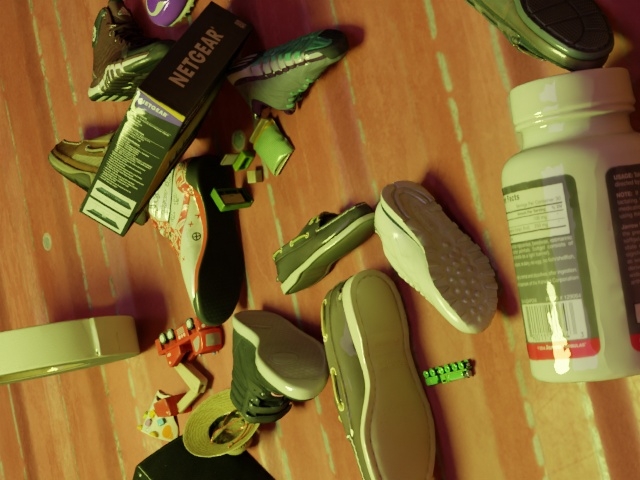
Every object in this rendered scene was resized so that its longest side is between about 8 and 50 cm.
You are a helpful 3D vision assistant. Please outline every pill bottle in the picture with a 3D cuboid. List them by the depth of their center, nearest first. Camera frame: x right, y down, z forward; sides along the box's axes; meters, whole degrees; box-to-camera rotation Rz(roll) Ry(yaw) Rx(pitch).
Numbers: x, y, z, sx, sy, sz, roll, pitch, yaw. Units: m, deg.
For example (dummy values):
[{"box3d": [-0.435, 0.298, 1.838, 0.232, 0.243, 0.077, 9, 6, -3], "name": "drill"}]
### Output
[{"box3d": [0.290, -0.016, 1.315, 0.176, 0.176, 0.319, -11, 87, 49], "name": "pill bottle"}]

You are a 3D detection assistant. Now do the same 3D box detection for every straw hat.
[{"box3d": [-0.142, 0.307, 1.943, 0.144, 0.144, 0.061, 18, 148, 47], "name": "straw hat"}]

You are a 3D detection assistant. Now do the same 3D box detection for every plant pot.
[{"box3d": [-0.205, 0.427, 1.957, 0.188, 0.167, 0.187, 37, 122, 39], "name": "plant pot"}]

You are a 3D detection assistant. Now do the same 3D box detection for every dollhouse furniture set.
[{"box3d": [-0.109, -0.113, 1.858, 0.076, 0.058, 0.152, 57, 133, 27], "name": "dollhouse furniture set"}]

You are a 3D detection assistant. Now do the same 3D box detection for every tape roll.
[{"box3d": [-0.505, 0.199, 2.109, 0.392, 0.392, 0.072, -20, 79, 49], "name": "tape roll"}]

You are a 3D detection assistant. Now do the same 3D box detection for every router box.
[{"box3d": [-0.224, -0.184, 1.814, 0.081, 0.309, 0.243, 30, 127, -4], "name": "router box"}]

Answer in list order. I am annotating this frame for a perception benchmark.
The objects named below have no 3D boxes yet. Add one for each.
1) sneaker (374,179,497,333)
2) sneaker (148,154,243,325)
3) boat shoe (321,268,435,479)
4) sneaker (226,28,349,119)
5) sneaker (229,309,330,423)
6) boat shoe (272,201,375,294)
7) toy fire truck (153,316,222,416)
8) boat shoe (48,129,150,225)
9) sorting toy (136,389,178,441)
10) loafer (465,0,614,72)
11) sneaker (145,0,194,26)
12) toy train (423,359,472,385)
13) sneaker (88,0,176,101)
[{"box3d": [0.145, 0.032, 1.576, 0.235, 0.090, 0.095, 60, 147, 30], "name": "sneaker"}, {"box3d": [-0.203, 0.003, 1.962, 0.145, 0.090, 0.270, -8, 86, 50], "name": "sneaker"}, {"box3d": [0.070, 0.206, 1.653, 0.096, 0.116, 0.324, -27, 71, 52], "name": "boat shoe"}, {"box3d": [-0.031, -0.235, 1.761, 0.223, 0.083, 0.098, -7, 120, 45], "name": "sneaker"}, {"box3d": [-0.058, 0.211, 1.781, 0.296, 0.104, 0.147, -144, 52, -65], "name": "sneaker"}, {"box3d": [0.000, 0.000, 1.728, 0.228, 0.081, 0.069, -42, 68, 46], "name": "boat shoe"}, {"box3d": [-0.221, 0.211, 2.039, 0.192, 0.047, 0.135, -29, 73, 46], "name": "toy fire truck"}, {"box3d": [-0.357, -0.125, 2.120, 0.324, 0.122, 0.120, 28, 83, 49], "name": "boat shoe"}, {"box3d": [-0.280, 0.302, 2.134, 0.083, 0.045, 0.075, 12, 85, 48], "name": "sorting toy"}, {"box3d": [0.243, -0.263, 1.421, 0.267, 0.096, 0.084, 55, 152, 38], "name": "loafer"}, {"box3d": [-0.256, -0.480, 1.914, 0.102, 0.146, 0.293, 38, 122, 40], "name": "sneaker"}, {"box3d": [0.167, 0.174, 1.606, 0.083, 0.017, 0.024, -21, 89, 48], "name": "toy train"}, {"box3d": [-0.319, -0.335, 2.033, 0.281, 0.106, 0.163, -13, 81, 54], "name": "sneaker"}]
